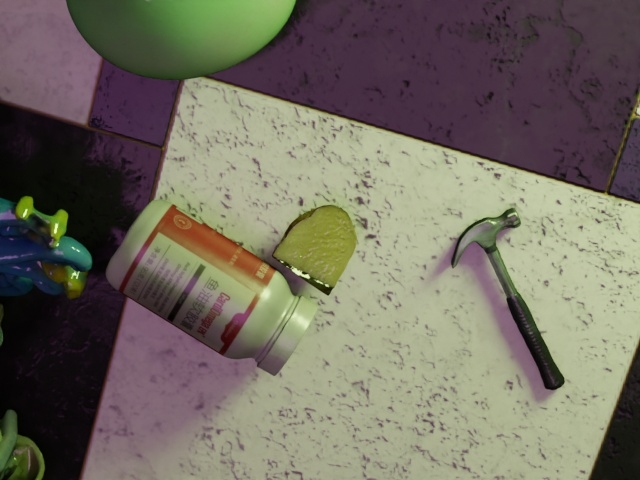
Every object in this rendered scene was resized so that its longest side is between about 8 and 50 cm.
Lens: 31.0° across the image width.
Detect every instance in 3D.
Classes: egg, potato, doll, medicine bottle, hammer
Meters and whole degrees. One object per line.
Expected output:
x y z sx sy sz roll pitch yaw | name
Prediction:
-0.159 -0.297 1.327 0.270 0.220 0.220 -6 102 5 | egg
0.000 0.000 1.460 0.096 0.066 0.103 37 98 -19 | potato
-0.444 0.000 1.376 0.341 0.346 0.098 12 62 -1 | doll
-0.136 0.061 1.449 0.250 0.131 0.131 33 102 -2 | medicine bottle
0.249 0.087 1.480 0.103 0.029 0.246 -23 101 8 | hammer

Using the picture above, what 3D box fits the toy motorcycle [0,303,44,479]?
-0.493 0.224 1.478 0.237 0.168 0.410 -2 123 4 | toy motorcycle
